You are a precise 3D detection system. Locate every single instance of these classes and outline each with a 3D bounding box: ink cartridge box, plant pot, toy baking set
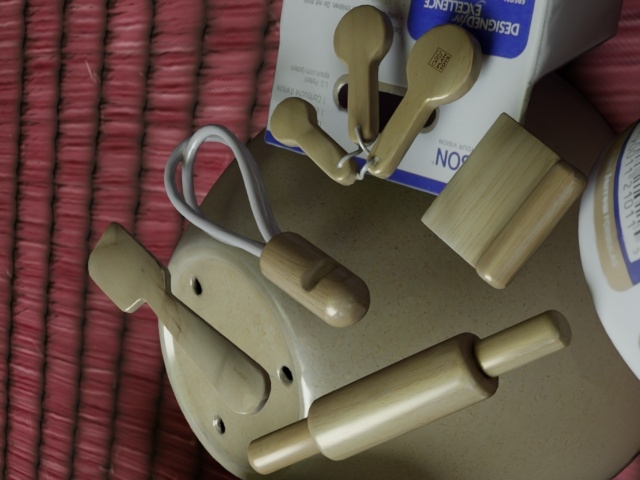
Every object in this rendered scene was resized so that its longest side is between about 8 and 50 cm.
[{"bbox_3d":[0.072,-0.210,0.651,0.176,0.069,0.371,20,104,46],"label":"ink cartridge box"},{"bbox_3d":[0.025,0.043,0.775,0.284,0.191,0.284,24,122,44],"label":"plant pot"},{"bbox_3d":[0.003,0.005,0.642,0.256,0.030,0.197,-32,60,26],"label":"toy baking set"}]

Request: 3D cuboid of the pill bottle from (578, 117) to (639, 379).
[{"bbox_3d":[0.232,-0.031,0.510,0.265,0.153,0.153,-38,74,52],"label":"pill bottle"}]
